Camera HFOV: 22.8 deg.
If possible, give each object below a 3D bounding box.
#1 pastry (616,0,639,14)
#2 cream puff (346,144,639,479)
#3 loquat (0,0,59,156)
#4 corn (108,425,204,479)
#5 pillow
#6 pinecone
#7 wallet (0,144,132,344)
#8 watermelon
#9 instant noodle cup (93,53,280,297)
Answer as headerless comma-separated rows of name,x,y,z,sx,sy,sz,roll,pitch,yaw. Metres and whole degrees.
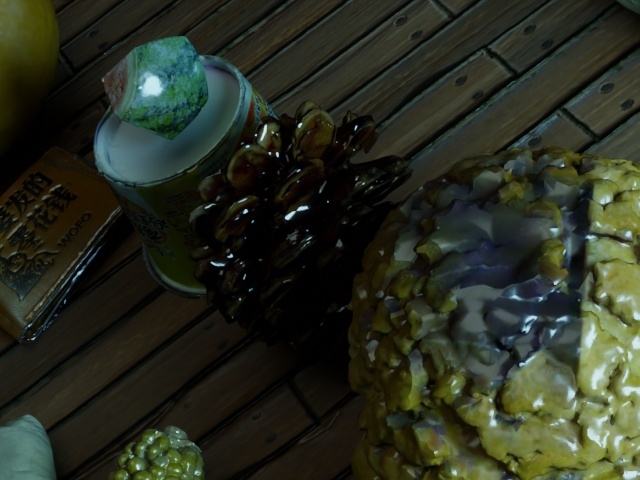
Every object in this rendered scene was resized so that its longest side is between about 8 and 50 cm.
pastry,0.317,-0.279,1.425,0.166,0.166,0.088,-47,2,-12
cream puff,0.151,0.084,1.149,0.343,0.231,0.327,-44,53,-11
loquat,-0.443,-0.214,1.699,0.329,0.328,0.328,-16,48,18
corn,-0.167,0.284,1.280,0.087,0.086,0.288,4,58,32
pillow,-0.292,0.241,1.394,0.134,0.078,0.181,-28,42,3
pinecone,0.000,0.000,1.343,0.222,0.221,0.221,-16,48,18
wallet,-0.285,-0.002,1.616,0.161,0.042,0.195,28,71,42
watermelon,-0.148,-0.143,1.408,0.072,0.084,0.092,22,87,30
instant noodle cup,-0.112,-0.072,1.498,0.205,0.153,0.205,-16,46,17
